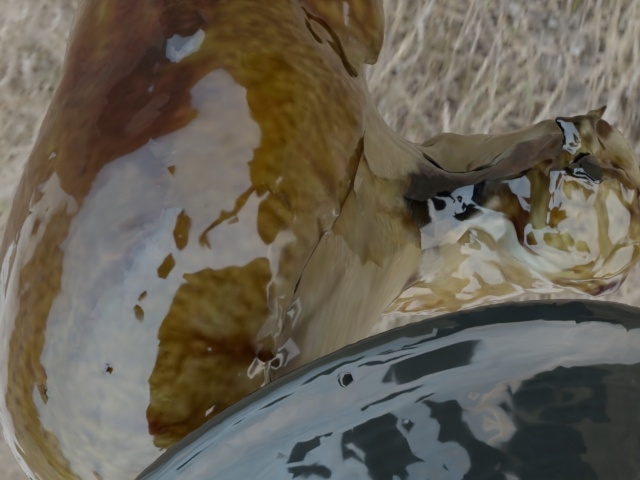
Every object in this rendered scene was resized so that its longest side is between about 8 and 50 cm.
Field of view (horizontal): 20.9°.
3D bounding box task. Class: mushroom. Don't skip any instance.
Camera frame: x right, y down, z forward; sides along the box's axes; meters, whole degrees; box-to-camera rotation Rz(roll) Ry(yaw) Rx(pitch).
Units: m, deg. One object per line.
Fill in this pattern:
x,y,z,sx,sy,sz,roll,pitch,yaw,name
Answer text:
-0.035,0.004,0.703,0.254,0.267,0.267,41,122,3,mushroom

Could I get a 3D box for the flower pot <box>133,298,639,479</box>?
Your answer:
0.052,0.148,0.494,0.235,0.148,0.235,-15,140,-13,flower pot
